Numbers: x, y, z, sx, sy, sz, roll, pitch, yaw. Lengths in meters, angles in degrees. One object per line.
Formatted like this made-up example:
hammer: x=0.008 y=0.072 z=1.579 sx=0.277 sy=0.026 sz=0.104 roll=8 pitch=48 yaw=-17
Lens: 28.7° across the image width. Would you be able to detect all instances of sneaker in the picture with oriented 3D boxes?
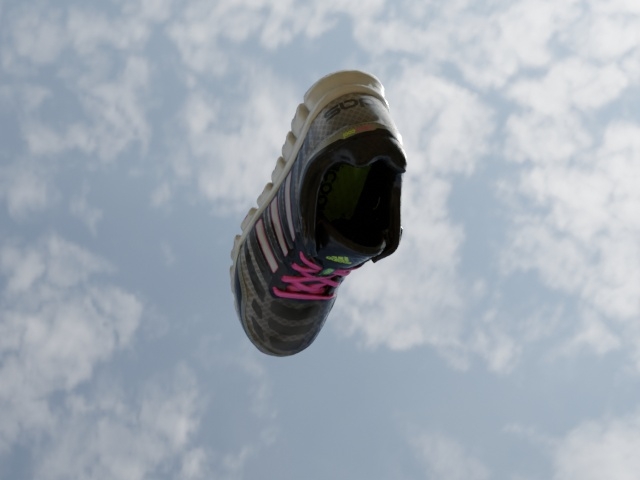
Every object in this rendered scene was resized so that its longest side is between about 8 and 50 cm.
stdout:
sneaker: x=0.000 y=0.000 z=0.649 sx=0.063 sy=0.170 sz=0.075 roll=8 pitch=-151 yaw=-25
